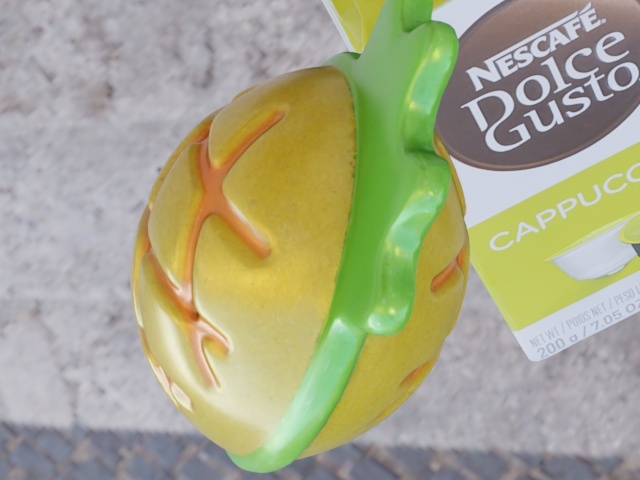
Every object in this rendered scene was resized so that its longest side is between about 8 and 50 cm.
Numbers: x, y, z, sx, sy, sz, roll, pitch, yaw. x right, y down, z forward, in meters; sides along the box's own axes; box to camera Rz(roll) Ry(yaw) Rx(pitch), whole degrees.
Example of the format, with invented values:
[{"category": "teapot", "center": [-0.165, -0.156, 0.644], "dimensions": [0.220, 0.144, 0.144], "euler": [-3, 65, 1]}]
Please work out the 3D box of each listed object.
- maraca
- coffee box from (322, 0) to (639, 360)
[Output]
[{"category": "maraca", "center": [0.000, 0.000, 0.575], "dimensions": [0.099, 0.127, 0.185], "euler": [10, 155, -17]}, {"category": "coffee box", "center": [0.164, -0.199, 1.183], "dimensions": [0.337, 0.338, 0.334], "euler": [-29, 140, 5]}]
